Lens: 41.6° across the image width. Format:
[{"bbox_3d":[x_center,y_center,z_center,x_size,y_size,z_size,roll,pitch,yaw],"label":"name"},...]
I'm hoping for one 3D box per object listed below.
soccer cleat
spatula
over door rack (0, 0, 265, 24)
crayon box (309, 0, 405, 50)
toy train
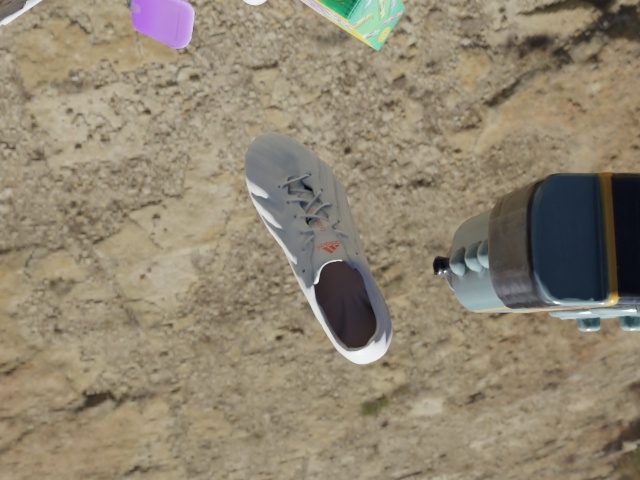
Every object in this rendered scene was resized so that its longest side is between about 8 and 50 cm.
[{"bbox_3d":[0.000,0.000,0.633,0.068,0.196,0.076,-27,172,2],"label":"soccer cleat"},{"bbox_3d":[-0.296,-0.368,1.192,0.030,0.296,0.084,-38,158,-37],"label":"spatula"},{"bbox_3d":[-0.154,-0.214,0.573,0.324,0.239,0.108,-34,132,-29],"label":"over door rack"},{"bbox_3d":[0.017,-0.360,1.178,0.081,0.165,0.278,-56,173,10],"label":"crayon box"},{"bbox_3d":[0.222,0.012,0.747,0.190,0.142,0.334,1,175,-8],"label":"toy train"}]
